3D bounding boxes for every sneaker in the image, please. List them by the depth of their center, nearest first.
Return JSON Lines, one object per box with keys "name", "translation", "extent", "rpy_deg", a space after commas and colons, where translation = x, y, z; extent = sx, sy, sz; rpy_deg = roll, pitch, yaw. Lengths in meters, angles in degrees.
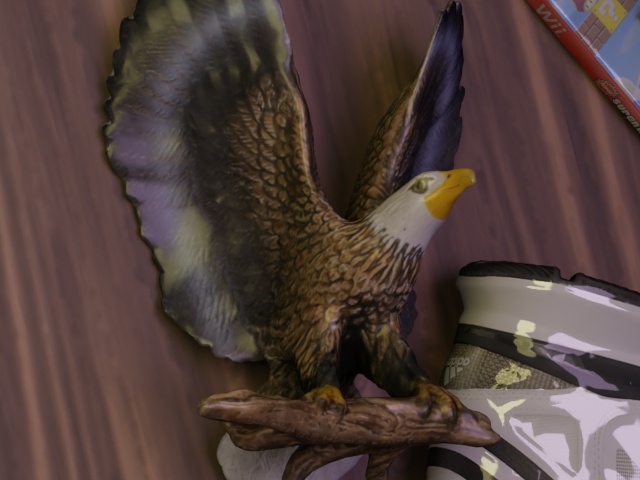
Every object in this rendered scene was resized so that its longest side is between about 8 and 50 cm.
{"name": "sneaker", "translation": [0.260, 0.193, 1.259], "extent": [0.448, 0.169, 0.257], "rpy_deg": [18, 84, -16]}

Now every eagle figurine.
{"name": "eagle figurine", "translation": [0.010, -0.005, 1.136], "extent": [0.226, 0.225, 0.298], "rpy_deg": [58, 15, -56]}

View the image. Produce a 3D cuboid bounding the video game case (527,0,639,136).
{"name": "video game case", "translation": [0.290, -0.140, 1.381], "extent": [0.285, 0.025, 0.204], "rpy_deg": [47, 64, -16]}
